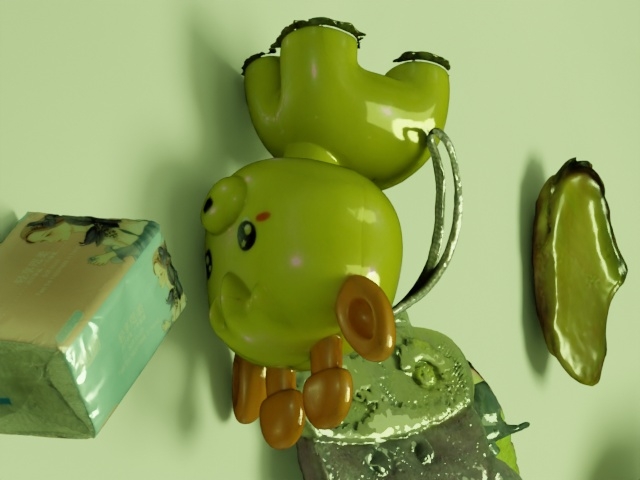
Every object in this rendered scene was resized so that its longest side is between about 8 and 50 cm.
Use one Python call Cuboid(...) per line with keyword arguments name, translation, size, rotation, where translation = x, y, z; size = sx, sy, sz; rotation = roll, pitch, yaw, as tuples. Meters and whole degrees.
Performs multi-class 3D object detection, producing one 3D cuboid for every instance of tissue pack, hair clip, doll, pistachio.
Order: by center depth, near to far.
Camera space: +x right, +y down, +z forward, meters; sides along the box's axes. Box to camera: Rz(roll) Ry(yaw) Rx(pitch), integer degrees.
Cuboid(name="tissue pack", translation=(-0.111, 0.036, 0.748), size=(0.094, 0.074, 0.058), rotation=(-59, 144, -49))
Cuboid(name="doll", translation=(0.000, 0.000, 0.912), size=(0.135, 0.143, 0.220), rotation=(21, 59, -29))
Cuboid(name="hair clip", translation=(0.048, 0.107, 1.005), size=(0.187, 0.056, 0.146), rotation=(-3, 68, -45))
Cuboid(name="pistachio", translation=(0.192, 0.024, 1.335), size=(0.090, 0.049, 0.172), rotation=(5, 83, -39))

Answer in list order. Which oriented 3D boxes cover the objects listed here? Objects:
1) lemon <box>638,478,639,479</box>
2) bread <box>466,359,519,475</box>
Cuboid(name="lemon", translation=(0.351, 0.276, 1.379), size=(0.258, 0.258, 0.310), rotation=(47, 49, -49))
Cuboid(name="bread", translation=(0.072, 0.182, 1.109), size=(0.228, 0.033, 0.228), rotation=(20, 67, -59))
